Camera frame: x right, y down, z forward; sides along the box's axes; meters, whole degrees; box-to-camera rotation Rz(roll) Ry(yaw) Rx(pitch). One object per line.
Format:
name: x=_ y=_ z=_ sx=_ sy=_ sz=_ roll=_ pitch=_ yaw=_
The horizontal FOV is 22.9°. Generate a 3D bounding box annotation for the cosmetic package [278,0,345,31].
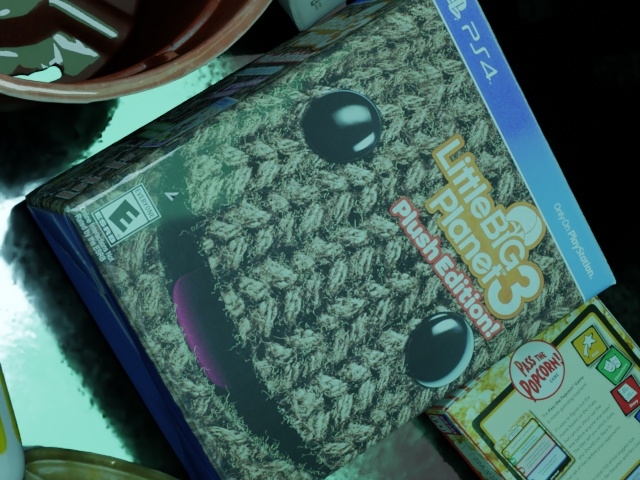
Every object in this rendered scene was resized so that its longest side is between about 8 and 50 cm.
cosmetic package: x=0.044 y=-0.260 z=1.068 sx=0.231 sy=0.085 sz=0.117 roll=-34 pitch=78 yaw=-1

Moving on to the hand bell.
hand bell: x=-0.161 y=0.266 z=1.004 sx=0.126 sy=0.126 sz=0.242 roll=15 pitch=93 yaw=-16

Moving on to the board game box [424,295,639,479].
board game box: x=0.190 y=0.144 z=1.145 sx=0.147 sy=0.045 sz=0.193 roll=-42 pitch=98 yaw=-17

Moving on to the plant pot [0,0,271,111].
plant pot: x=-0.176 y=-0.195 z=0.940 sx=0.272 sy=0.265 sz=0.272 roll=2 pitch=85 yaw=-19

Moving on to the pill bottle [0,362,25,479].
pill bottle: x=-0.283 y=0.082 z=0.921 sx=0.188 sy=0.188 sz=0.334 roll=-15 pitch=90 yaw=-19

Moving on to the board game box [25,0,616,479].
board game box: x=0.000 y=0.000 z=1.024 sx=0.291 sy=0.141 sz=0.232 roll=-33 pitch=104 yaw=-15
